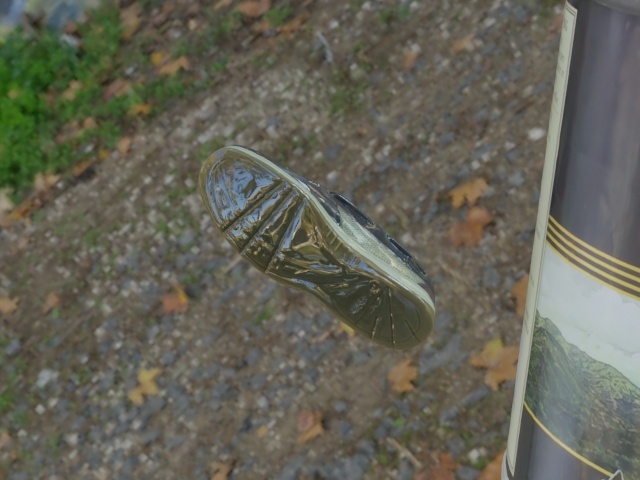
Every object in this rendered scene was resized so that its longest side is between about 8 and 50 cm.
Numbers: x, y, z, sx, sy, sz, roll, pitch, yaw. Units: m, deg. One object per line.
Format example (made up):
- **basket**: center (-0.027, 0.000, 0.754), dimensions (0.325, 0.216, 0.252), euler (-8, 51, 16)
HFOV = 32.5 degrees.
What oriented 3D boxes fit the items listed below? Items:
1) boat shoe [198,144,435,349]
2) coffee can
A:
- **boat shoe**: center (0.001, 0.000, 0.885), dimensions (0.080, 0.223, 0.073), euler (-49, 6, 27)
- **coffee can**: center (0.199, 0.009, 0.511), dimensions (0.202, 0.275, 0.201), euler (2, 24, -1)
